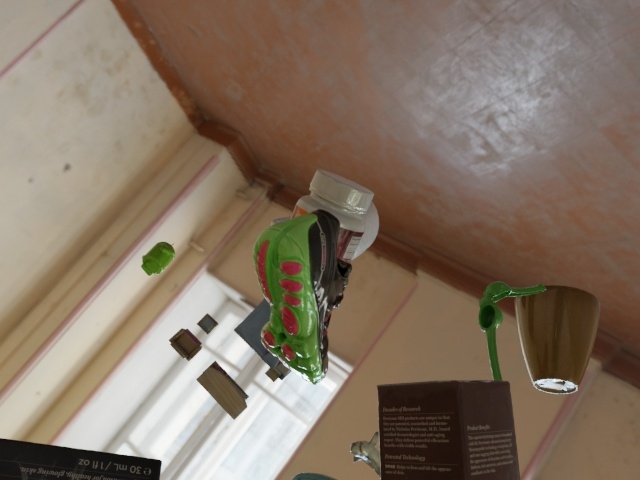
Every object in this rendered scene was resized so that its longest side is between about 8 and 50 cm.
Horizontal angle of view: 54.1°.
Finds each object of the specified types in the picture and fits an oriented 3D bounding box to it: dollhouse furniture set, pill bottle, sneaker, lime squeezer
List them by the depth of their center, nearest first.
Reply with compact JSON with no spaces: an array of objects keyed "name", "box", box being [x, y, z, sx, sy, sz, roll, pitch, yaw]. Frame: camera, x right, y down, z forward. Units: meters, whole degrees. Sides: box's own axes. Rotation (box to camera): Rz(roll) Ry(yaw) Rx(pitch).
[{"name":"lime squeezer","box":[0.348,0.148,1.210,0.059,0.310,0.110,-27,103,43]},{"name":"sneaker","box":[-0.014,0.134,1.321,0.185,0.202,0.483,36,145,27]},{"name":"dollhouse furniture set","box":[-0.188,0.258,1.626,0.286,0.303,0.198,46,170,1]},{"name":"pill bottle","box":[0.000,0.000,1.897,0.224,0.392,0.224,22,-169,-4]}]

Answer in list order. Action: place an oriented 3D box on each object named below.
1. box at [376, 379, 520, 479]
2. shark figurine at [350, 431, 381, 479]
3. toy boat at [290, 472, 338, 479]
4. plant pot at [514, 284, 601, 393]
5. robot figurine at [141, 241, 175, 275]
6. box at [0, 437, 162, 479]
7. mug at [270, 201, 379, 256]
[{"name":"box","box":[0.210,0.337,1.029,0.167,0.203,0.168,-17,158,42]},{"name":"shark figurine","box":[0.169,0.773,2.135,0.116,0.166,0.278,-22,103,29]},{"name":"toy boat","box":[-0.038,0.900,2.015,0.267,0.318,0.148,3,137,31]},{"name":"plant pot","box":[0.669,0.293,1.775,0.237,0.254,0.237,9,149,6]},{"name":"robot figurine","box":[-0.455,0.049,1.765,0.101,0.115,0.067,-24,112,37]},{"name":"box","box":[-0.607,0.668,1.224,0.480,0.471,0.297,19,141,-28]},{"name":"mug","box":[-0.001,-0.046,2.325,0.374,0.276,0.328,5,-166,19]}]
